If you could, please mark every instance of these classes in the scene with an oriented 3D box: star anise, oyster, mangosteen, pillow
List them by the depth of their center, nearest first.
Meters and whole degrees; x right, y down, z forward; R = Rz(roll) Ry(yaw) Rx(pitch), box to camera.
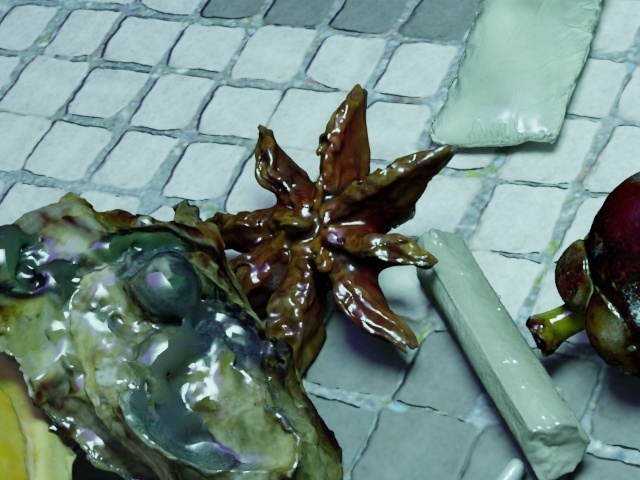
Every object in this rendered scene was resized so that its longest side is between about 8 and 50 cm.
[{"bbox_3d":[0.263,0.021,1.175,0.184,0.172,0.172,7,50,50],"label":"mangosteen"},{"bbox_3d":[-0.117,0.106,1.186,0.221,0.096,0.361,-24,71,-23],"label":"oyster"},{"bbox_3d":[0.001,0.000,1.309,0.288,0.088,0.288,-10,68,27],"label":"star anise"},{"bbox_3d":[0.190,-0.177,1.448,0.128,0.051,0.229,5,54,28],"label":"pillow"}]

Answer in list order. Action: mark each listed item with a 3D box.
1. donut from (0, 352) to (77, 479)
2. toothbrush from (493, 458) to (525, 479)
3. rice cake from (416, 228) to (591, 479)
[{"bbox_3d":[-0.379,0.257,1.179,0.448,0.198,0.449,-11,48,12],"label":"donut"},{"bbox_3d":[0.063,0.269,1.123,0.025,0.020,0.286,32,67,29],"label":"toothbrush"},{"bbox_3d":[0.139,0.087,1.229,0.052,0.057,0.256,-2,38,-22],"label":"rice cake"}]
